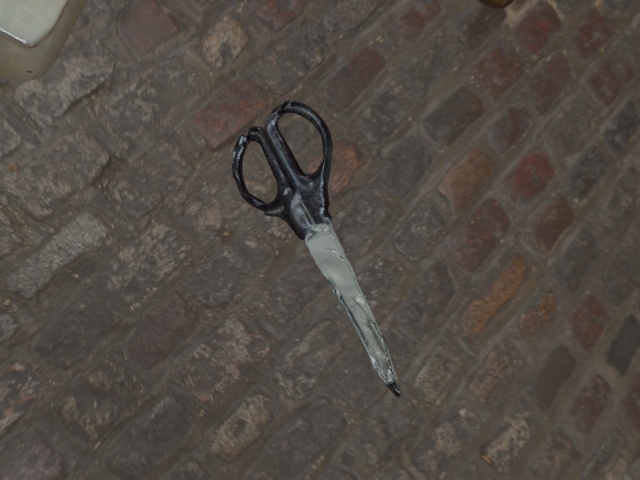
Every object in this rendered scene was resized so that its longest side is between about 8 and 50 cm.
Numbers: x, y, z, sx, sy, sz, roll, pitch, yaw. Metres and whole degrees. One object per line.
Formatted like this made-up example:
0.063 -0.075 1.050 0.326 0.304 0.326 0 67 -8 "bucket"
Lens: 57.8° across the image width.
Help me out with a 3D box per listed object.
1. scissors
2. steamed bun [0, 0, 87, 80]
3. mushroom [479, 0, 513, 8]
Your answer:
0.000 0.000 0.510 0.109 0.022 0.300 -35 60 18 "scissors"
-0.291 -0.231 0.415 0.242 0.164 0.146 29 79 -31 "steamed bun"
0.228 -0.370 0.774 0.109 0.085 0.126 23 58 -12 "mushroom"
